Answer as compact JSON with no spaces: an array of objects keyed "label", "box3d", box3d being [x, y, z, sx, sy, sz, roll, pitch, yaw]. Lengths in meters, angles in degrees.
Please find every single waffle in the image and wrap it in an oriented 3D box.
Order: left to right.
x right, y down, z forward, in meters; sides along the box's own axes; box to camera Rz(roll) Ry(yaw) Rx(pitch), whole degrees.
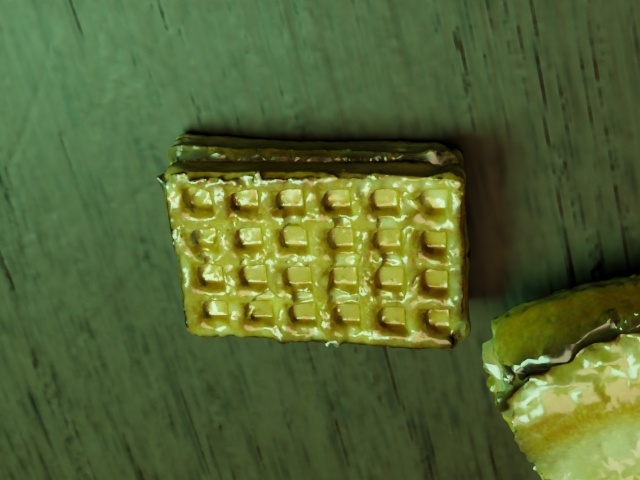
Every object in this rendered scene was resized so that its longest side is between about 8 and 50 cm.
[{"label":"waffle","box3d":[0.000,0.000,0.799,0.148,0.042,0.102,2,122,12]}]

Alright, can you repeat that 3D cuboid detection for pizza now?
[{"label":"pizza","box3d":[0.243,0.113,0.797,0.251,0.074,0.288,-22,116,26]}]
